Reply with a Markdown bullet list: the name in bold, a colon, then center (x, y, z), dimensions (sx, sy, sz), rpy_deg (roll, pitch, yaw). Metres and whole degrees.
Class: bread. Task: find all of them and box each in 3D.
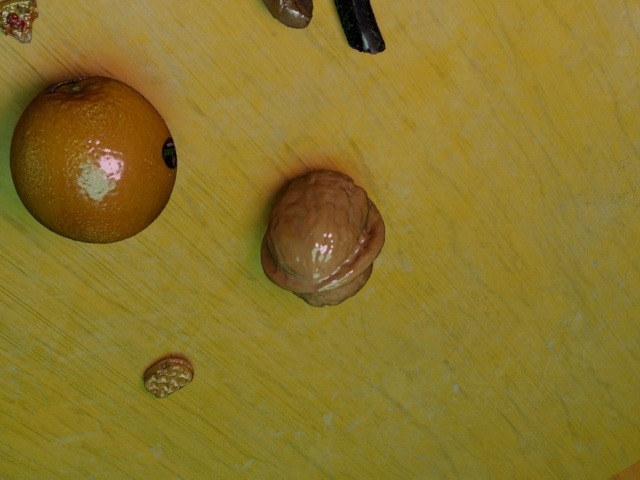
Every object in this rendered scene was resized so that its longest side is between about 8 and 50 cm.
- **bread**: center (-0.322, 0.288, 1.956), dimensions (0.110, 0.044, 0.083), rpy_deg (-33, 126, 12)

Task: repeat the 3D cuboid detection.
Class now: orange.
- **orange**: center (-0.366, -0.129, 1.492), dimensions (0.274, 0.274, 0.274), rpy_deg (-8, 128, -10)

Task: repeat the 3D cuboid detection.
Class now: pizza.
- **pizza**: center (-0.473, -0.342, 1.453), dimensions (0.083, 0.025, 0.078), rpy_deg (-23, 126, 1)

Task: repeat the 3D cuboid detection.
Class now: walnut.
- **walnut**: center (0.000, 0.000, 1.701), dimensions (0.257, 0.257, 0.224), rpy_deg (-22, 130, 1)

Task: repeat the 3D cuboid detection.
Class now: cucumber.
- **cucumber**: center (0.049, -0.416, 1.528), dimensions (0.067, 0.067, 0.245), rpy_deg (-21, 126, 0)

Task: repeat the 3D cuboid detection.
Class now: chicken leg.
- **chicken leg**: center (-0.088, -0.420, 1.477), dimensions (0.069, 0.085, 0.198), rpy_deg (-28, 118, 36)
